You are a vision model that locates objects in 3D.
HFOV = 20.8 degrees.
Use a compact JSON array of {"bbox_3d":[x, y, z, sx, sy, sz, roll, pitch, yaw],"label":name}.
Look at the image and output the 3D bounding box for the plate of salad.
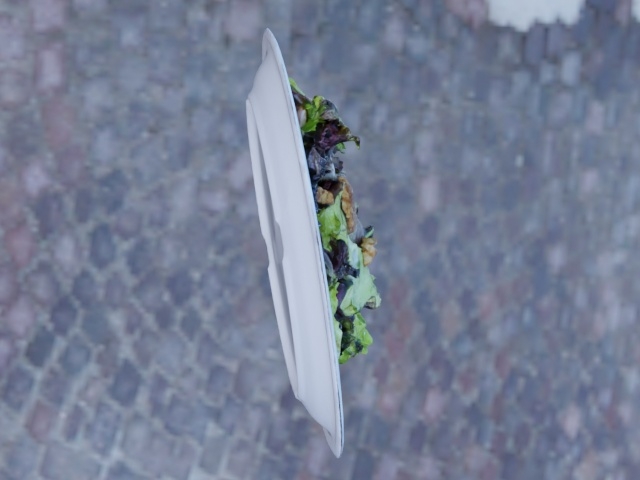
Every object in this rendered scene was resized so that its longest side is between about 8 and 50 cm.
[{"bbox_3d":[0.000,0.000,0.803,0.200,0.048,0.200,171,-90,-86],"label":"plate of salad"}]
